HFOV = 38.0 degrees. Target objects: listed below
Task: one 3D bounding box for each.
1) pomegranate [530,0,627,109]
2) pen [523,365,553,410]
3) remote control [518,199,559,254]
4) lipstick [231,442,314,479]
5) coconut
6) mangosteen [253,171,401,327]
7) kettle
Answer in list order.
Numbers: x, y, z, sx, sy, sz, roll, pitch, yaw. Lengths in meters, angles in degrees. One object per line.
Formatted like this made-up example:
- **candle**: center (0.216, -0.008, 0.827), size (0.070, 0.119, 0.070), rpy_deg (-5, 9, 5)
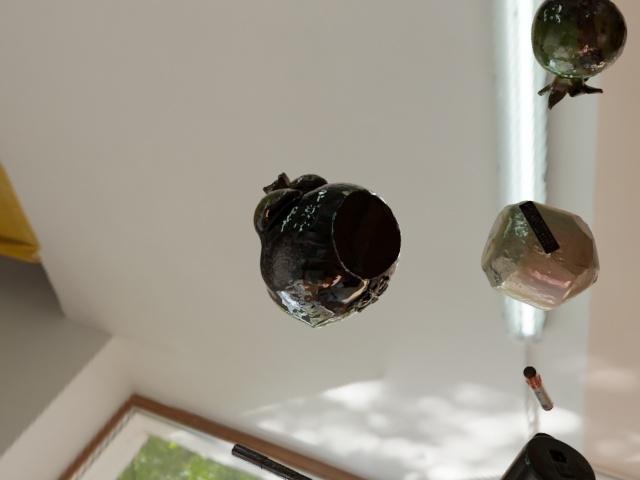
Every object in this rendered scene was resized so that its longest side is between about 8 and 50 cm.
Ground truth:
- **pomegranate**: center (0.387, -0.289, 1.396), size (0.148, 0.148, 0.169), rpy_deg (-46, -50, -43)
- **pen**: center (0.403, 0.276, 1.715), size (0.028, 0.028, 0.239), rpy_deg (-67, -28, -16)
- **remote control**: center (0.347, -0.020, 1.487), size (0.034, 0.091, 0.016), rpy_deg (-23, -12, -21)
- **lipstick**: center (-0.075, 0.390, 1.587), size (0.027, 0.176, 0.027), rpy_deg (-39, -41, -47)
- **coconut**: center (0.450, 0.030, 1.861), size (0.224, 0.234, 0.224), rpy_deg (19, -90, -86)
- **mangosteen**: center (0.003, 0.001, 1.623), size (0.287, 0.233, 0.287), rpy_deg (11, -111, -32)
- **kettle**: center (0.466, 0.622, 2.074), size (0.308, 0.203, 0.262), rpy_deg (-67, -7, 30)
